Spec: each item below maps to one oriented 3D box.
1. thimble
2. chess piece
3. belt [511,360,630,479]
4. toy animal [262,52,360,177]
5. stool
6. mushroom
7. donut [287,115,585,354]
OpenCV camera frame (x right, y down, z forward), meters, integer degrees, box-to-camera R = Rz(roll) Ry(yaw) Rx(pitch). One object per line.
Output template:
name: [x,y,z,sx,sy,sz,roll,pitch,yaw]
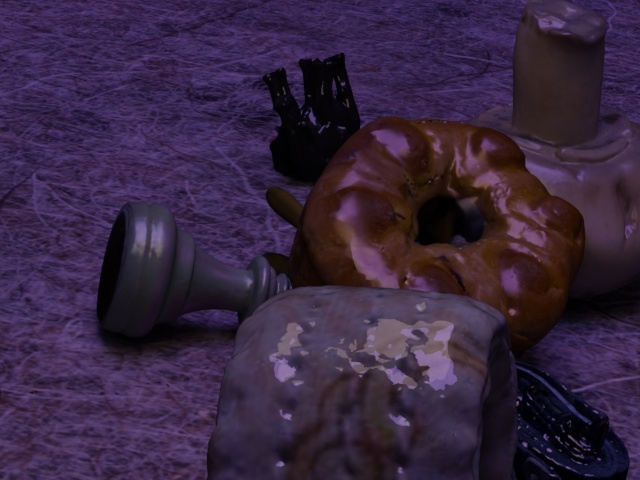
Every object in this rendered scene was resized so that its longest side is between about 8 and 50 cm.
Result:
thimble: [0.031,0.183,1.195,0.195,0.292,0.291,4,20,15]
chess piece: [-0.086,0.052,1.727,0.271,0.139,0.139,13,19,-17]
belt: [0.181,0.173,1.463,0.122,0.128,0.218,-6,26,-30]
toy animal: [-0.004,-0.167,2.234,0.114,0.146,0.245,-3,11,31]
stool: [0.000,0.000,1.867,0.135,0.134,0.110,47,-5,-31]
mushroom: [0.279,-0.110,1.930,0.314,0.336,0.314,3,30,-2]
donut: [0.114,0.009,1.703,0.317,0.150,0.299,-7,56,-30]
